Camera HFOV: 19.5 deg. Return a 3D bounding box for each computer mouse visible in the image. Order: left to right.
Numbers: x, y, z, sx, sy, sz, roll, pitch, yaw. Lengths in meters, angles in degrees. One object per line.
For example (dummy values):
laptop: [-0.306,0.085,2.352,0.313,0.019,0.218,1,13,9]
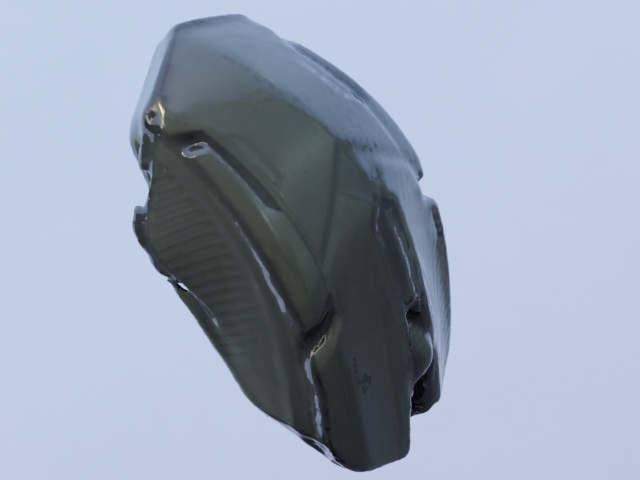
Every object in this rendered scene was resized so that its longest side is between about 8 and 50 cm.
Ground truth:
computer mouse: [0.004,0.002,1.514,0.145,0.228,0.429,-4,-53,41]
